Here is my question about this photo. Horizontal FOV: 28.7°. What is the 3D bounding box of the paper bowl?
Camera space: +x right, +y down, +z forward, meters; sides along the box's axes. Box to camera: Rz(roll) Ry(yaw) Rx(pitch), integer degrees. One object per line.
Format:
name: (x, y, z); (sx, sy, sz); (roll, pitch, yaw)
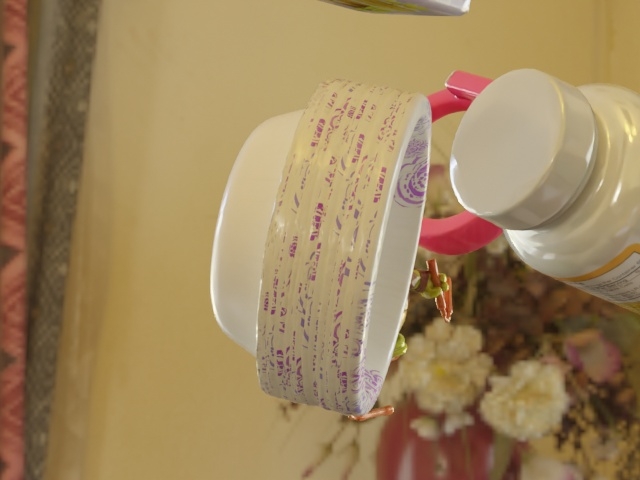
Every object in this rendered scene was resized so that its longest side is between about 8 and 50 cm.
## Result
paper bowl: (0.000, 0.000, 1.089); (0.148, 0.284, 0.284); (12, -9, 11)

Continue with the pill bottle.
pill bottle: (0.180, -0.023, 0.741); (0.208, 0.118, 0.117); (21, -20, -33)

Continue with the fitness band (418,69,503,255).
fitness band: (0.150, -0.092, 1.450); (0.054, 0.209, 0.291); (40, -4, -32)

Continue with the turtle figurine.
turtle figurine: (0.076, 0.049, 1.357); (0.087, 0.217, 0.269); (17, 38, 25)

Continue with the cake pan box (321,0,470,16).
cake pan box: (-0.023, -0.231, 0.458); (0.070, 0.267, 0.245); (9, 3, 40)
